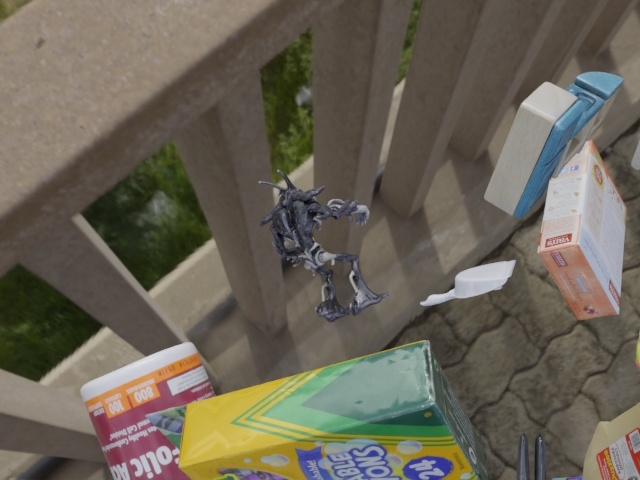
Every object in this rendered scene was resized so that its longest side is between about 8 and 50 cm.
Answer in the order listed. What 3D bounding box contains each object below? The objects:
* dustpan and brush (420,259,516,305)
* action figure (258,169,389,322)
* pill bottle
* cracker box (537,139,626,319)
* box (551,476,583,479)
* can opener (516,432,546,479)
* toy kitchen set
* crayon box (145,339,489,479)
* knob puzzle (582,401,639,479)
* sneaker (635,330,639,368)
[{"bbox_3d":[0.310,0.099,1.759,0.211,0.147,0.060,-9,100,20],"label":"dustpan and brush"},{"bbox_3d":[0.000,0.000,1.431,0.164,0.141,0.275,-27,91,32],"label":"action figure"},{"bbox_3d":[-0.261,0.403,1.496,0.224,0.224,0.392,-23,85,-7],"label":"pill bottle"},{"bbox_3d":[0.400,-0.017,1.252,0.067,0.155,0.232,-14,37,34],"label":"cracker box"},{"bbox_3d":[0.642,0.623,1.662,0.290,0.279,0.177,-12,34,25],"label":"box"},{"bbox_3d":[0.323,0.383,1.265,0.059,0.073,0.186,-1,56,4],"label":"can opener"},{"bbox_3d":[0.293,-0.092,0.805,0.166,0.122,0.207,33,51,20],"label":"toy kitchen set"},{"bbox_3d":[-0.003,0.234,0.883,0.323,0.203,0.083,-17,42,17],"label":"crayon box"},{"bbox_3d":[0.395,0.323,1.056,0.030,0.213,0.213,4,73,-16],"label":"knob puzzle"},{"bbox_3d":[0.371,0.122,0.874,0.081,0.208,0.094,36,114,26],"label":"sneaker"}]
